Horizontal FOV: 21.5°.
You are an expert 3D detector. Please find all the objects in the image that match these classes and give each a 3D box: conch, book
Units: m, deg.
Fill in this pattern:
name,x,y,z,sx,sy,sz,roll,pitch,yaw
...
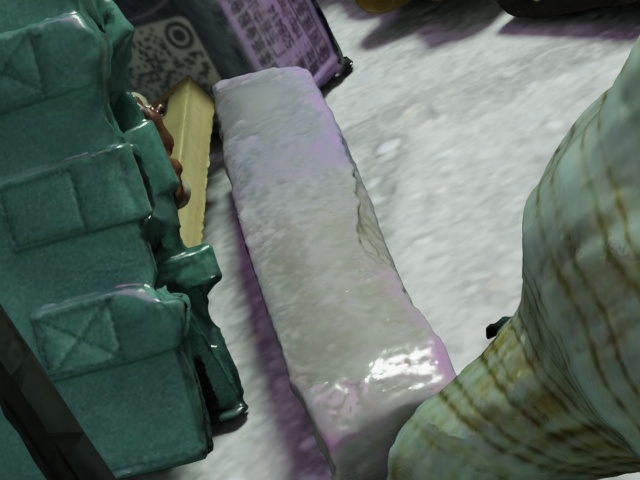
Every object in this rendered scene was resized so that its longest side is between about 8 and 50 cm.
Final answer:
name,x,y,z,sx,sy,sz,roll,pitch,yaw
conch,0.150,0.020,0.521,0.386,0.203,0.169,-25,2,25
book,-0.129,0.002,0.966,0.161,0.026,0.231,-37,22,17

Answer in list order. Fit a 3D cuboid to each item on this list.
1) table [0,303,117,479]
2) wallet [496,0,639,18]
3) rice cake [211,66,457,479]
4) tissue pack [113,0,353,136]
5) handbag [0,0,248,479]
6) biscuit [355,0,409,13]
name,x,y,z,sx,sy,sz,roll,pitch,yaw
table,-0.213,0.191,0.463,0.222,0.272,0.335,-5,34,40
wallet,0.254,-0.231,1.039,0.309,0.042,0.165,-41,27,-27
rice cake,0.000,0.001,0.842,0.070,0.064,0.399,-21,26,0
tissue pack,-0.169,-0.222,1.075,0.259,0.361,0.122,-4,35,42
handbag,-0.193,0.003,0.814,0.274,0.268,0.100,-19,2,14
biscuit,0.082,-0.210,1.144,0.166,0.036,0.225,-37,19,-8
